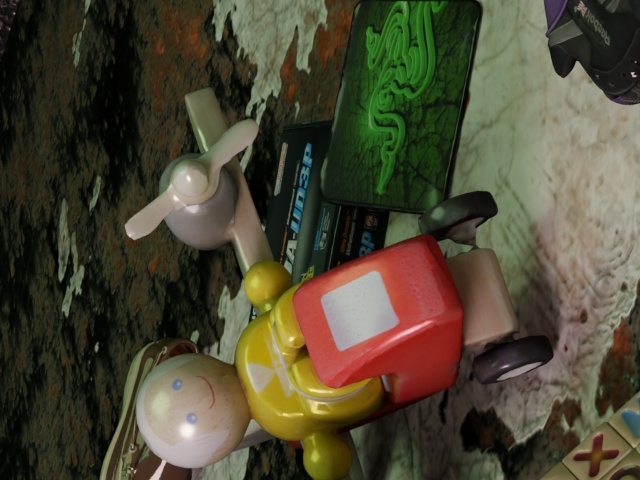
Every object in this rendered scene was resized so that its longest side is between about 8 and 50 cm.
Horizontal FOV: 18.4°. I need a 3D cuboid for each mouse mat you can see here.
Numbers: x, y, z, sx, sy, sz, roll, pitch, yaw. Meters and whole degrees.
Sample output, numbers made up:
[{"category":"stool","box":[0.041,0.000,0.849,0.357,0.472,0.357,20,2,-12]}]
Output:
[{"category":"mouse mat","box":[0.067,-0.119,1.717,0.152,0.007,0.190,7,84,45]}]

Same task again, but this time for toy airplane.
[{"category":"toy airplane","box":[-0.024,0.111,1.542,0.386,0.272,0.384,40,137,50]}]

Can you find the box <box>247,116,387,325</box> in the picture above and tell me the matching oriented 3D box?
[{"category":"box","box":[0.000,0.000,1.834,0.175,0.051,0.220,-177,98,-67]}]

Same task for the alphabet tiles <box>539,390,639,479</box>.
[{"category":"alphabet tiles","box":[0.163,0.209,1.215,0.237,0.009,0.198,-41,31,0]}]

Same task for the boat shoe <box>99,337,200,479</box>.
[{"category":"boat shoe","box":[-0.173,0.221,2.092,0.095,0.095,0.257,-30,52,54]}]

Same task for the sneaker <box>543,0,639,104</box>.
[{"category":"sneaker","box":[0.234,-0.149,1.318,0.283,0.107,0.124,-151,59,-71]}]
